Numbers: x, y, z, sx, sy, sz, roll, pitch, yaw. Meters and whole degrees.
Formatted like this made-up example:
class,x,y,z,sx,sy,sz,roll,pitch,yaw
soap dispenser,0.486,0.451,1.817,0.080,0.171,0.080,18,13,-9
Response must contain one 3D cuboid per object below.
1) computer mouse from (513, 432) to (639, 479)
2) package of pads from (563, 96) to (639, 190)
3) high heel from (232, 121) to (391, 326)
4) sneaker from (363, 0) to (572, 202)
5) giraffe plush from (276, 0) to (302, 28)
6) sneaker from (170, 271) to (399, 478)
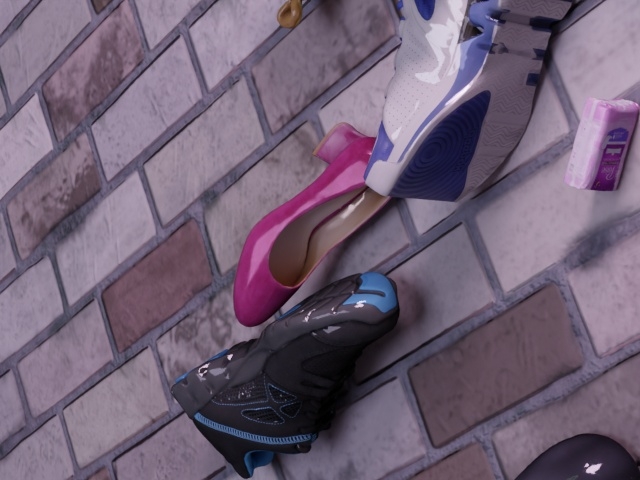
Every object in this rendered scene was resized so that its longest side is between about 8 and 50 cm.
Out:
class,x,y,z,sx,sy,sz,roll,pitch,yaw
computer mouse,0.199,0.293,1.521,0.188,0.072,0.272,51,127,35
package of pads,0.248,-0.085,1.464,0.032,0.050,0.083,30,113,44
high heel,0.000,0.000,1.701,0.244,0.082,0.117,-55,39,3
sneaker,0.122,-0.203,1.562,0.182,0.127,0.315,44,116,43
giraffe plush,-0.015,-0.322,1.699,0.210,0.181,0.170,45,143,-4
sneaker,-0.014,0.141,1.747,0.341,0.125,0.139,-34,87,47
